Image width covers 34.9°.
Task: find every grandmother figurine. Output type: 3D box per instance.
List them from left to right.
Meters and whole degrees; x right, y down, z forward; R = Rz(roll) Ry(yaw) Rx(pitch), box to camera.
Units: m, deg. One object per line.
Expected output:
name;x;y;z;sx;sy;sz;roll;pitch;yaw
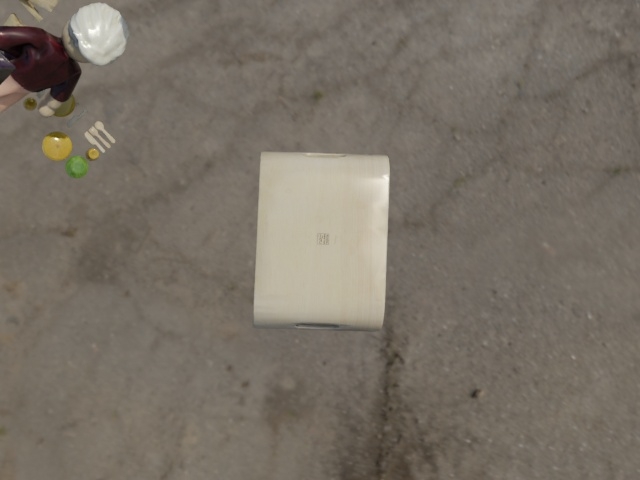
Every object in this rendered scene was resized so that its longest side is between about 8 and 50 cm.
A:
grandmother figurine;-0.439;-0.255;1.489;0.342;0.208;0.104;-20;72;13

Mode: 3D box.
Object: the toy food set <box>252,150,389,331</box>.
toy food set;0.000;0.000;1.728;0.219;0.092;0.306;2;86;-3

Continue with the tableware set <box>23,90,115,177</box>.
tableware set;-0.423;-0.183;1.674;0.104;0.154;0.024;-47;16;-14

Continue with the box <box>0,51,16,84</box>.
box;-0.506;-0.263;1.187;0.103;0.184;0.261;-43;97;9

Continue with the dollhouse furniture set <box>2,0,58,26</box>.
dollhouse furniture set;-0.582;-0.471;1.896;0.161;0.101;0.182;-50;47;15
